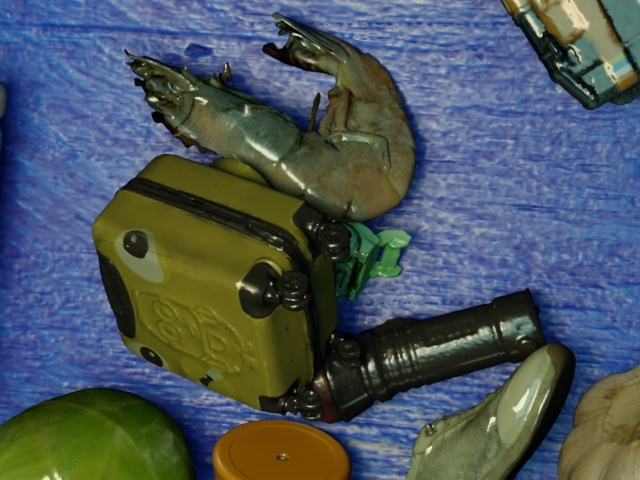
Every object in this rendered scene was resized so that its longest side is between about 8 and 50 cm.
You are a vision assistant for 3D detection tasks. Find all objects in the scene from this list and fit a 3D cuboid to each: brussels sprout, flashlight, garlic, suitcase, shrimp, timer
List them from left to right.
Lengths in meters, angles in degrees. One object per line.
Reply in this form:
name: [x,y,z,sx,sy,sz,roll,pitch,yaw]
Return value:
brussels sprout: [-0.234,0.243,1.867,0.244,0.244,0.244,0,94,8]
suitcase: [-0.080,0.034,1.801,0.235,0.194,0.143,21,52,25]
timer: [-0.044,0.268,1.902,0.132,0.132,0.152,11,118,7]
shrimp: [-0.034,-0.135,1.869,0.289,0.075,0.178,29,64,13]
flashlight: [0.097,0.103,1.878,0.232,0.093,0.093,-18,91,5]
garlic: [0.335,0.227,1.812,0.218,0.218,0.212,-30,120,9]

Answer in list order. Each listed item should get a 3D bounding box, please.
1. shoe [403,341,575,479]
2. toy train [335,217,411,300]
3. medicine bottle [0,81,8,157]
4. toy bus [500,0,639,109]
shoe: [0.139,0.197,1.861,0.098,0.103,0.275,38,104,8]
toy train: [0.000,0.000,1.886,0.149,0.099,0.081,32,56,14]
medicine bottle: [-0.414,-0.003,1.878,0.212,0.212,0.325,9,95,7]
toy bus: [0.318,-0.266,1.785,0.323,0.162,0.194,-33,91,7]
